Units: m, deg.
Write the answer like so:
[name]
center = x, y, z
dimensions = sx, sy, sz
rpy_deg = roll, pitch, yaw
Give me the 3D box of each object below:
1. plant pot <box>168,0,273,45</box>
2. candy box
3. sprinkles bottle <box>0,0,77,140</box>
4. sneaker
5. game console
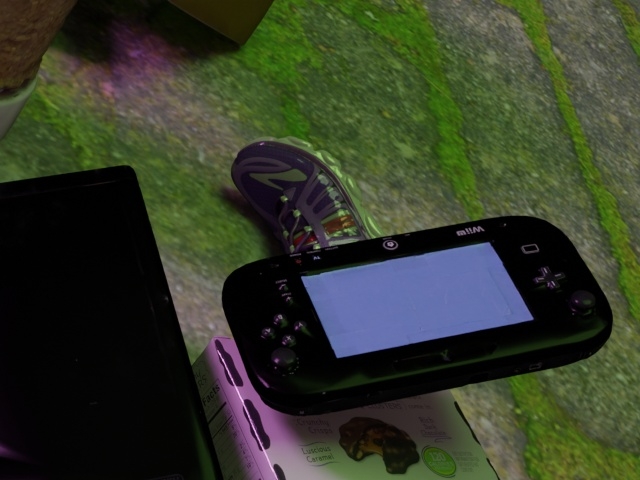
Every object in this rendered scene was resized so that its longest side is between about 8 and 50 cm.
[plant pot]
center = -0.093, -0.292, 1.158
dimensions = 0.212, 0.187, 0.212
rpy_deg = 44, 7, 10
[candy box]
center = 0.024, 0.150, 0.878
dimensions = 0.165, 0.070, 0.196
rpy_deg = 6, 43, -40
[sprinkles bottle]
center = -0.155, -0.209, 0.891
dimensions = 0.121, 0.355, 0.121
rpy_deg = 26, 34, -19
[sneaker]
center = 0.000, 0.000, 1.058
dimensions = 0.170, 0.068, 0.071
rpy_deg = 47, 38, 13
[game console]
center = -0.030, 0.038, 0.846
dimensions = 0.361, 0.044, 0.213
rpy_deg = -10, 53, -15
